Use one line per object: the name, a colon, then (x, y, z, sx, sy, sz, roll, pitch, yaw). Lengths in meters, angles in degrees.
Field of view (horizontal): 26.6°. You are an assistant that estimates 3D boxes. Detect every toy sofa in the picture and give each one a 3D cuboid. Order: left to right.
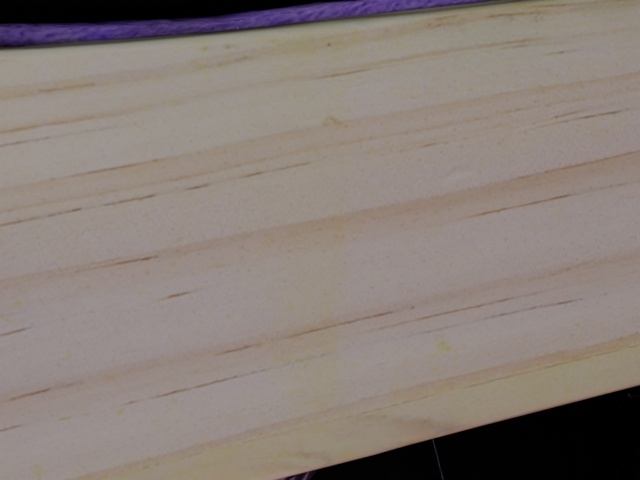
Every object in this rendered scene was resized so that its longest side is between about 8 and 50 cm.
toy sofa: (0.000, 0.000, 0.415, 0.362, 0.177, 0.150, -12, -163, -22)

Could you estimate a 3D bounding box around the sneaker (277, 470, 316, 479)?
sneaker: (-0.137, 0.046, 0.535, 0.286, 0.109, 0.130, 6, -158, -21)
